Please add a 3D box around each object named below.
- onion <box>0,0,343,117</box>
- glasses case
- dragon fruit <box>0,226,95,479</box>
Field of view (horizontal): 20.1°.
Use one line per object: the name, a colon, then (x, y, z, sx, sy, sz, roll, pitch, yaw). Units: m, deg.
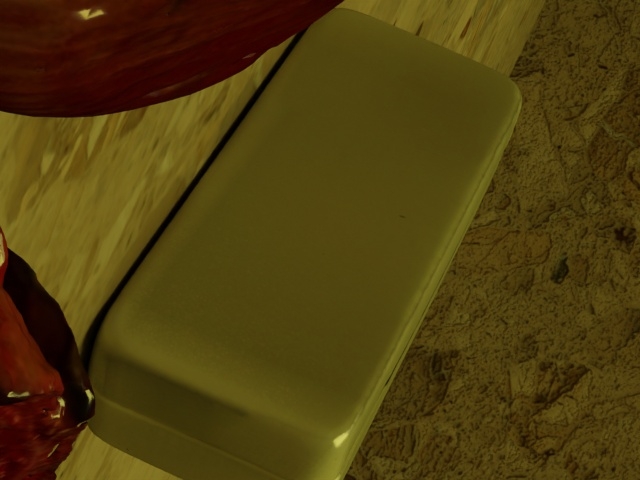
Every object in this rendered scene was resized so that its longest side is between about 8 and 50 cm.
onion: (-0.005, -0.128, 0.364, 0.230, 0.163, 0.230, 15, 90, -84)
glasses case: (0.000, 0.000, 0.937, 0.313, 0.131, 0.070, -60, 171, -46)
dragon fruit: (-0.108, 0.059, 0.468, 0.192, 0.092, 0.122, 100, 15, -63)
